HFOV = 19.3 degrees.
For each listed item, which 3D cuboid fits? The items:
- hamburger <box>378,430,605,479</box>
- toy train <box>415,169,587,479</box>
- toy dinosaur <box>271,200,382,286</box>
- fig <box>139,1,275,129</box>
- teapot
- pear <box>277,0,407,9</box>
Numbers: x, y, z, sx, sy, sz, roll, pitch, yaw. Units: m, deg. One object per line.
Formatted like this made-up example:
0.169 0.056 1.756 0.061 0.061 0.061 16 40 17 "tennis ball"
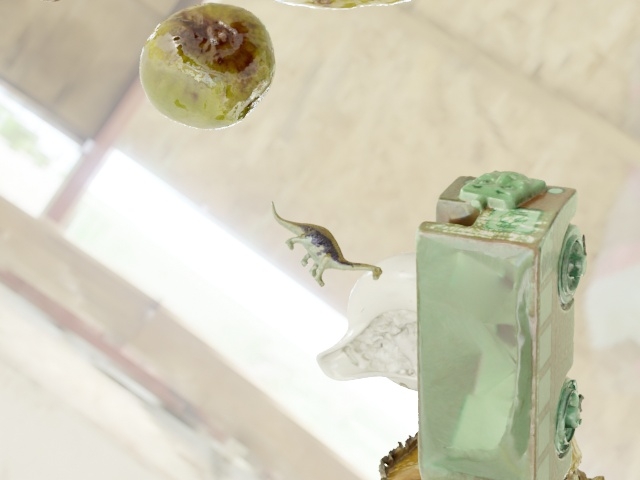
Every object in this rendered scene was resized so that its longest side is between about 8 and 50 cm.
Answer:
0.271 0.394 2.724 0.287 0.268 0.445 -5 -175 24 "hamburger"
0.160 0.103 1.672 0.129 0.326 0.159 9 -156 23 "toy train"
-0.009 0.012 2.126 0.180 0.058 0.037 36 164 25 "toy dinosaur"
-0.123 -0.188 2.026 0.153 0.136 0.121 -5 151 24 "fig"
0.137 0.111 2.414 0.204 0.298 0.139 59 -140 -16 "teapot"
0.017 -0.362 1.749 0.309 0.309 0.309 34 -170 -7 "pear"
